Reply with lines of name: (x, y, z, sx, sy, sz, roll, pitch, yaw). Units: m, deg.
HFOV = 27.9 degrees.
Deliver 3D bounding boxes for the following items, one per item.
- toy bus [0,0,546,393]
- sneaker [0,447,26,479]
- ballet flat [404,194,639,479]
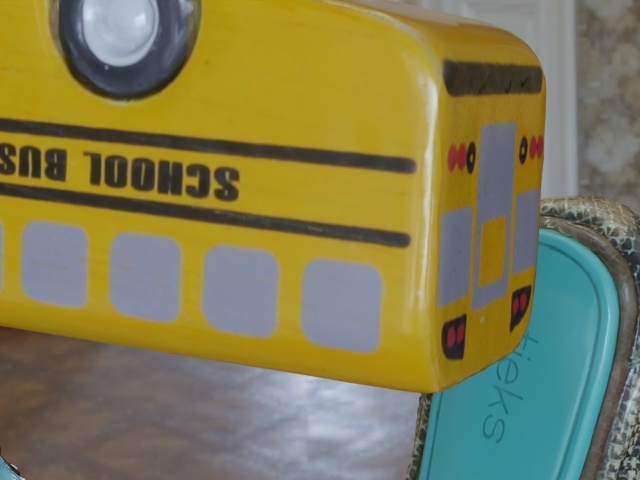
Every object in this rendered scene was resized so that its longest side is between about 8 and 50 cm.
toy bus: (-0.094, -0.039, 0.457, 0.332, 0.130, 0.108, 6, 10, 26)
sneaker: (-0.171, 0.142, 0.531, 0.262, 0.104, 0.125, 37, 25, 23)
ballet flat: (0.098, 0.211, 0.722, 0.164, 0.483, 0.182, 24, 8, 36)
